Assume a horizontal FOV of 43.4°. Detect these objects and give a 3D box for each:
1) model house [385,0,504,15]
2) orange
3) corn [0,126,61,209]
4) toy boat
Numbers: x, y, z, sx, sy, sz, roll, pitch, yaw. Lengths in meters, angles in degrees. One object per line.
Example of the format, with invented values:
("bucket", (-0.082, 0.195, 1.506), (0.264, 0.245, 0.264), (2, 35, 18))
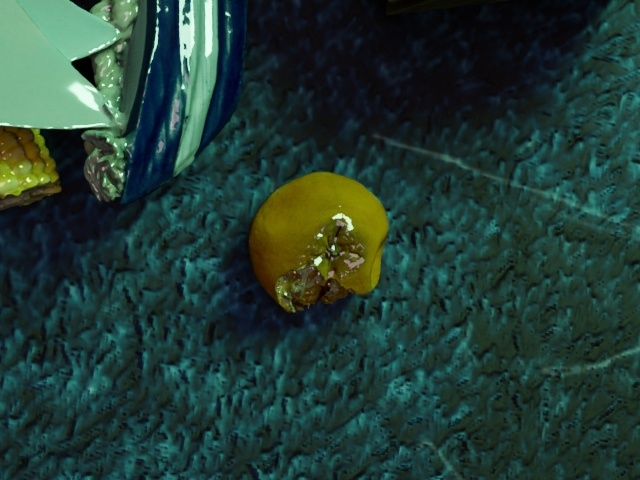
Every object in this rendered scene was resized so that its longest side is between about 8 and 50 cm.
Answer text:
("model house", (0.138, -0.252, 0.441), (0.326, 0.169, 0.244), (-42, 104, -4))
("orange", (0.000, 0.000, 0.464), (0.086, 0.062, 0.086), (0, 88, -9))
("corn", (-0.227, -0.120, 0.415), (0.081, 0.081, 0.248), (-29, 96, -7))
("toy boat", (-0.169, -0.125, 0.371), (0.291, 0.067, 0.221), (1, 77, -36))
